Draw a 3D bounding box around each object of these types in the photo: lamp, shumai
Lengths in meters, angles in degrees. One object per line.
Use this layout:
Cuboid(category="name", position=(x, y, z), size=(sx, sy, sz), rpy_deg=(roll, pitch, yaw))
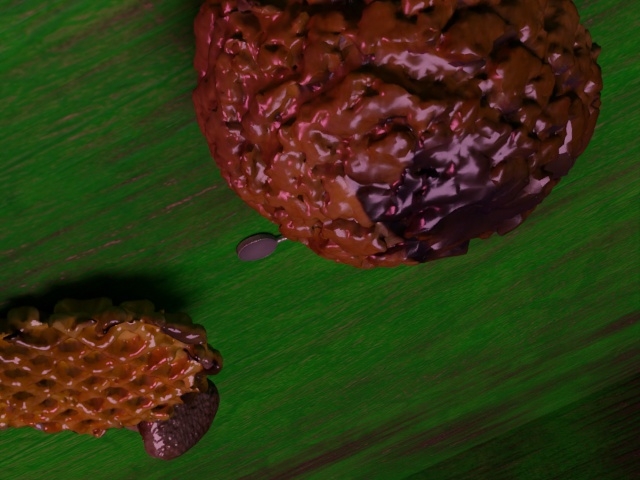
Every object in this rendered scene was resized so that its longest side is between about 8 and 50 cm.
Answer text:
Cuboid(category="lamp", position=(0.000, 0.000, 0.970), size=(0.198, 0.056, 0.050), rpy_deg=(-16, 155, -5))
Cuboid(category="shumai", position=(-0.230, 0.243, 1.181), size=(0.116, 0.146, 0.145), rpy_deg=(12, 171, 33))

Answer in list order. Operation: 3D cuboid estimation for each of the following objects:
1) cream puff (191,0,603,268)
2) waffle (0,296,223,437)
Cuboid(category="cream puff", position=(0.070, -0.115, 0.625), size=(0.326, 0.231, 0.343), rpy_deg=(-8, 149, -20))
Cuboid(category="waffle", position=(-0.273, 0.156, 0.984), size=(0.329, 0.062, 0.329), rpy_deg=(-9, 145, -6))
